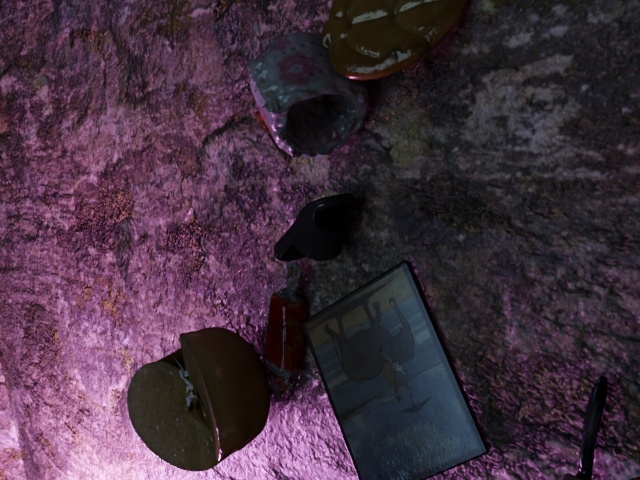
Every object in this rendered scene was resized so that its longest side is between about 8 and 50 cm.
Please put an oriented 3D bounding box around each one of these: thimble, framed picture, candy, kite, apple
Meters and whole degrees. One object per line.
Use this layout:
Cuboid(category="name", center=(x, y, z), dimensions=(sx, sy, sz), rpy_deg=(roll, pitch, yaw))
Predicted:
Cuboid(category="thimble", center=(-0.028, -0.253, 1.463), dimensions=(0.185, 0.211, 0.149), rpy_deg=(-48, 55, 31))
Cuboid(category="framed picture", center=(0.116, 0.243, 1.439), dimensions=(0.265, 0.016, 0.347), rpy_deg=(-33, 68, 32))
Cuboid(category="candy", center=(-0.069, 0.184, 1.676), dimensions=(0.086, 0.059, 0.292), rpy_deg=(19, 107, 50))
Cuboid(category="kite", center=(-0.069, -0.212, 1.678), dimensions=(0.222, 0.008, 0.125), rpy_deg=(0, 94, 51))
Cuboid(category="apple", center=(-0.232, 0.325, 1.757), dimensions=(0.295, 0.233, 0.258), rpy_deg=(-41, 76, 33))

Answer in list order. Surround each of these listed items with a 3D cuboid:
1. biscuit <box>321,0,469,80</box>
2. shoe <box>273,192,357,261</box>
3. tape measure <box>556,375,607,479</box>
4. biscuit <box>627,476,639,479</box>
Cuboid(category="biscuit", center=(0.114, -0.359, 1.350), dimensions=(0.260, 0.041, 0.203), rpy_deg=(-7, 65, 31))
Cuboid(category="shoe", center=(0.000, 0.000, 1.541), dimensions=(0.241, 0.108, 0.093), rpy_deg=(-44, 61, 52))
Cuboid(category="tape measure", center=(0.342, 0.373, 1.102), dimensions=(0.097, 0.215, 0.351), rpy_deg=(17, 110, 5))
Cuboid(category="biscuit", center=(0.469, 0.370, 0.896), dimensions=(0.359, 0.046, 0.359), rpy_deg=(19, 133, 22))
